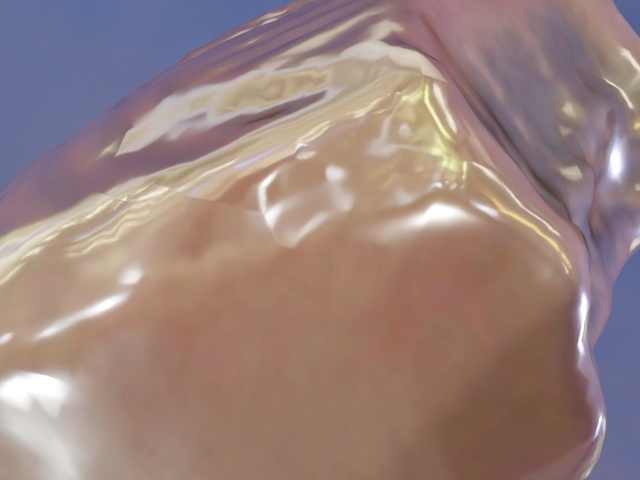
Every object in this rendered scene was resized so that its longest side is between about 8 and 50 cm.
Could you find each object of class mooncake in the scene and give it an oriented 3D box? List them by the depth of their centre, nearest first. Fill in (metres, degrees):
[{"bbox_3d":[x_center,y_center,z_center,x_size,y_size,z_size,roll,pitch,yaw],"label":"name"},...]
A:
[{"bbox_3d":[0.000,0.000,0.588,0.174,0.326,0.334,59,-26,-9],"label":"mooncake"}]
